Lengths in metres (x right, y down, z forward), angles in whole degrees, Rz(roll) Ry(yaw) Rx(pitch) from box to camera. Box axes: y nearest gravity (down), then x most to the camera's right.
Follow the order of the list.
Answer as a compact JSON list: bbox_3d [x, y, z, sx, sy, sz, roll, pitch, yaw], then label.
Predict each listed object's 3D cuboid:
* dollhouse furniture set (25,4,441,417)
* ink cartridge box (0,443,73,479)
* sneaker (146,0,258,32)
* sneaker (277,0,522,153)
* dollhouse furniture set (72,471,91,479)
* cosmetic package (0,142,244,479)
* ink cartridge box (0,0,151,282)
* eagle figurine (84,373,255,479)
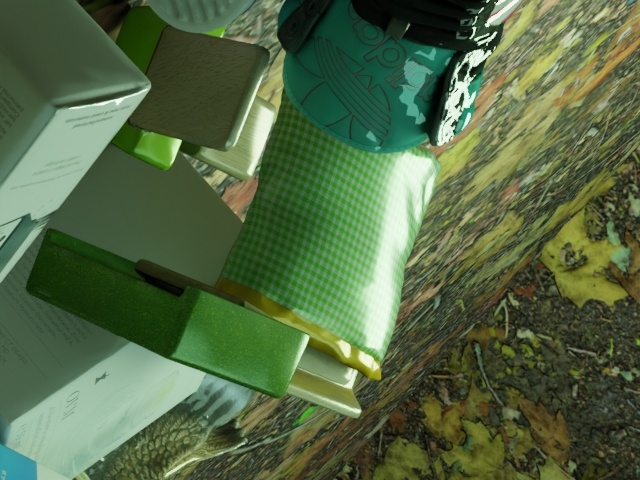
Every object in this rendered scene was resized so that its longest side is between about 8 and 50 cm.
[{"bbox_3d":[0.000,0.000,1.052,0.301,0.151,0.198,25,85,-45],"label":"dollhouse furniture set"},{"bbox_3d":[-0.208,0.257,1.089,0.168,0.171,0.232,-19,146,24],"label":"ink cartridge box"},{"bbox_3d":[0.014,-0.239,0.869,0.161,0.102,0.282,-39,176,-47],"label":"sneaker"},{"bbox_3d":[0.047,-0.125,0.875,0.178,0.123,0.295,-56,178,17],"label":"sneaker"},{"bbox_3d":[-0.263,0.265,1.480,0.161,0.182,0.101,-48,167,22],"label":"dollhouse furniture set"},{"bbox_3d":[-0.182,0.068,1.177,0.224,0.138,0.224,-36,166,-32],"label":"cosmetic package"},{"bbox_3d":[-0.190,-0.047,0.760,0.191,0.140,0.082,-48,168,29],"label":"ink cartridge box"},{"bbox_3d":[-0.193,0.252,1.751,0.226,0.225,0.298,-2,-125,40],"label":"eagle figurine"}]
